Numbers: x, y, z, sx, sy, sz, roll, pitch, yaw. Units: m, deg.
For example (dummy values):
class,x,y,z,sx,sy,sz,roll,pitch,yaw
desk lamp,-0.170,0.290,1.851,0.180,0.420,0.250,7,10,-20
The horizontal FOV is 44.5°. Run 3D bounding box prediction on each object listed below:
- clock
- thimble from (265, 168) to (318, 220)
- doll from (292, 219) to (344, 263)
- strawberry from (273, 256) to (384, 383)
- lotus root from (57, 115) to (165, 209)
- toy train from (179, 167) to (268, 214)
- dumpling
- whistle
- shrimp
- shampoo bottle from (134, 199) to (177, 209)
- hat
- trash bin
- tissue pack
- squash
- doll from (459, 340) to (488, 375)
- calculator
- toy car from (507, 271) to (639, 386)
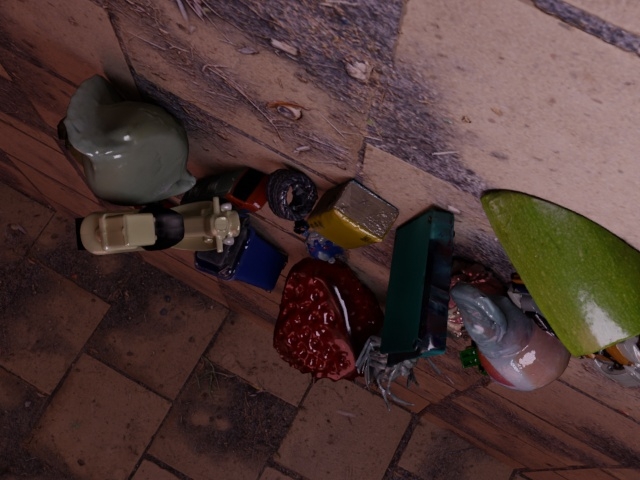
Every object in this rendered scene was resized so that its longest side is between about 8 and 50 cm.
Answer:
class,x,y,z,sx,sy,sz,roll,pitch,yaw
clock,-0.337,-0.024,1.707,0.277,0.120,0.379,-3,-176,42
thimble,-0.063,-0.091,1.569,0.066,0.095,0.104,18,170,43
doll,0.000,0.000,1.801,0.096,0.070,0.195,-9,146,16
strawberry,0.024,0.186,2.050,0.318,0.295,0.344,23,129,44
lotus root,-0.471,-0.190,1.832,0.309,0.173,0.173,45,165,2
toy train,-0.225,-0.109,1.827,0.089,0.086,0.409,39,163,-21
dumpling,-0.376,-0.201,1.634,0.212,0.269,0.320,8,153,2
whistle,0.337,0.174,1.442,0.348,0.189,0.189,32,167,-40
shrimp,0.194,0.249,1.849,0.222,0.410,0.166,1,-146,-22
shampoo bottle,-0.474,-0.081,2.388,0.314,0.076,0.118,34,167,-11
hat,0.296,0.145,1.612,0.237,0.107,0.286,-9,147,37
trash bin,-0.208,0.036,2.138,0.163,0.183,0.234,18,172,38
tissue pack,0.059,-0.043,1.519,0.120,0.082,0.169,33,164,-14
squash,0.400,0.011,1.164,0.111,0.203,0.288,109,136,-75
doll,0.385,0.257,1.794,0.135,0.106,0.186,-14,173,6
calculator,0.178,0.090,1.428,0.058,0.273,0.248,10,166,-11
toy car,0.448,0.136,1.312,0.301,0.118,0.193,33,170,-13
